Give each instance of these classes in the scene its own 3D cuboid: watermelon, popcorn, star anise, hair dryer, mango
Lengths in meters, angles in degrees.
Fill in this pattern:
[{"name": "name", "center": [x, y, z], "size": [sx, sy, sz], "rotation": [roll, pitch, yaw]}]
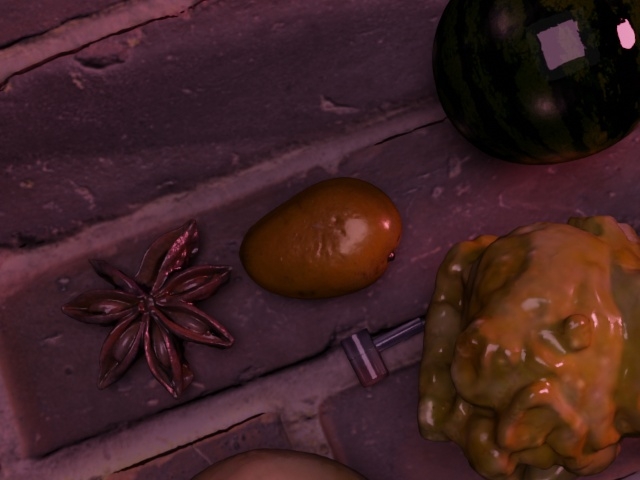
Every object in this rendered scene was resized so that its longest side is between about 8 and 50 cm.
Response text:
[{"name": "watermelon", "center": [0.257, -0.209, 1.415], "size": [0.269, 0.269, 0.269], "rotation": [-1, 83, 4]}, {"name": "popcorn", "center": [0.248, 0.127, 1.362], "size": [0.312, 0.312, 0.312], "rotation": [-1, 83, 4]}, {"name": "star anise", "center": [-0.192, 0.093, 1.497], "size": [0.212, 0.073, 0.197], "rotation": [-20, 78, 5]}, {"name": "hair dryer", "center": [0.087, 0.121, 1.494], "size": [0.114, 0.037, 0.063], "rotation": [-27, 83, -6]}, {"name": "mango", "center": [0.000, 0.000, 1.484], "size": [0.195, 0.098, 0.137], "rotation": [-11, 85, 11]}]

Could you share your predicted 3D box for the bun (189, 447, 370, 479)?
[{"name": "bun", "center": [-0.050, 0.414, 1.382], "size": [0.364, 0.202, 0.364], "rotation": [0, 80, -2]}]
